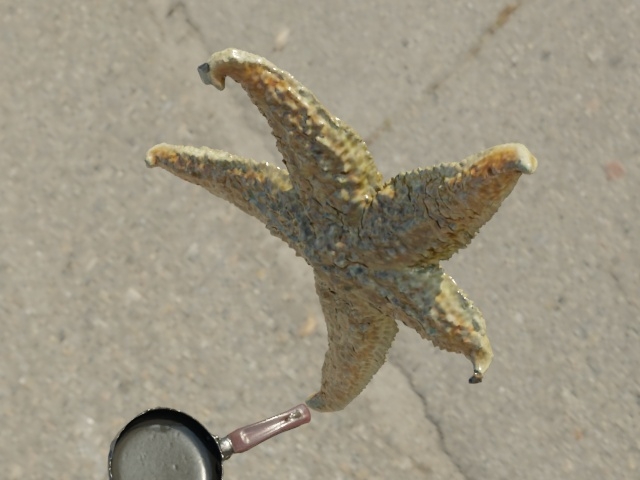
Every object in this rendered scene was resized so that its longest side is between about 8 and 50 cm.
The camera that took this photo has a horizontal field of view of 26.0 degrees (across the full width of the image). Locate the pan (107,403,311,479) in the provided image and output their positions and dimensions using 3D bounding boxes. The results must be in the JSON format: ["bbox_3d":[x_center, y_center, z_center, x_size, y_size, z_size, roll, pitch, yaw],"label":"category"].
[{"bbox_3d":[-0.105,0.200,1.323,0.115,0.212,0.040,65,150,12],"label":"pan"}]

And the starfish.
[{"bbox_3d":[0.003,-0.004,0.756,0.048,0.231,0.295,-45,-10,-32],"label":"starfish"}]
